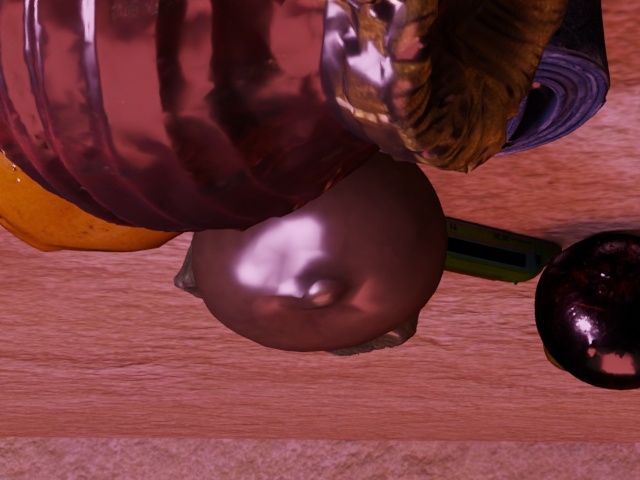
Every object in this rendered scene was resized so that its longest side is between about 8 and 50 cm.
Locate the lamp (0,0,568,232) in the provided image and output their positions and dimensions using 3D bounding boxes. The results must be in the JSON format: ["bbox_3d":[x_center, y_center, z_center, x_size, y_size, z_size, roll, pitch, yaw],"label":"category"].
[{"bbox_3d":[-0.028,-0.114,0.470,0.247,0.247,0.247,0,165,0],"label":"lamp"}]

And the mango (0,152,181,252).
[{"bbox_3d":[-0.113,-0.071,0.822,0.248,0.151,0.156,-23,-176,42],"label":"mango"}]

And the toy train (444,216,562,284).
[{"bbox_3d":[0.143,0.013,1.272,0.209,0.042,0.044,12,162,-36],"label":"toy train"}]

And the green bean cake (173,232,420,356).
[{"bbox_3d":[-0.018,0.030,1.180,0.183,0.094,0.185,21,161,-13],"label":"green bean cake"}]

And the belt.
[{"bbox_3d":[0.089,-0.100,0.785,0.141,0.082,0.190,-3,167,-7],"label":"belt"}]

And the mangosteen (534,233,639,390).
[{"bbox_3d":[0.269,0.070,1.275,0.152,0.152,0.152,0,165,0],"label":"mangosteen"}]

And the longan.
[{"bbox_3d":[0.000,0.000,0.992,0.189,0.189,0.189,0,165,0],"label":"longan"}]
